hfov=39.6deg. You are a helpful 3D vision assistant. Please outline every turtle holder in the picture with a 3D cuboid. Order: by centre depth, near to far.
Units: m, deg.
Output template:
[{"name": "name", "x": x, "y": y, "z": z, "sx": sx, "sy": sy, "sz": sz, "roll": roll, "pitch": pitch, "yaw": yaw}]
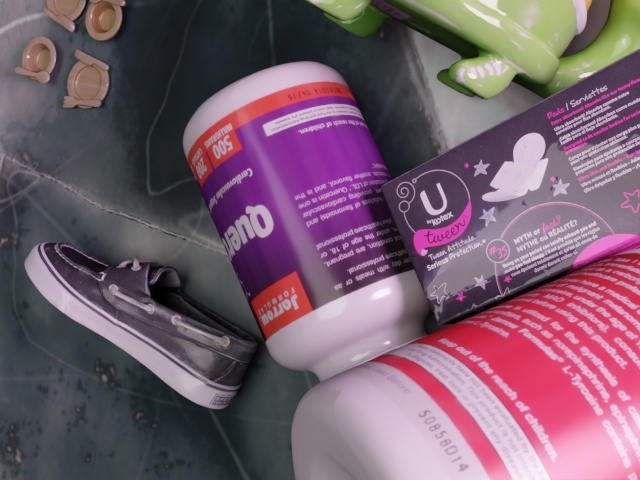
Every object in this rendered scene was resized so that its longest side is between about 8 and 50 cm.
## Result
[{"name": "turtle holder", "x": 0.153, "y": -0.248, "z": 0.780, "sx": 0.320, "sy": 0.243, "sz": 0.227, "roll": 33, "pitch": 101, "yaw": 23}]

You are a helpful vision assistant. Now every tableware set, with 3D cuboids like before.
[{"name": "tableware set", "x": -0.309, "y": -0.252, "z": 1.117, "sx": 0.141, "sy": 0.020, "sz": 0.169, "roll": 23, "pitch": 98, "yaw": 24}]

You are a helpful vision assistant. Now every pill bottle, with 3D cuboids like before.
[{"name": "pill bottle", "x": 0.203, "y": 0.141, "z": 0.657, "sx": 0.407, "sy": 0.229, "sz": 0.229, "roll": -20, "pitch": 76, "yaw": -22}, {"name": "pill bottle", "x": 0.000, "y": 0.000, "z": 0.876, "sx": 0.181, "sy": 0.181, "sz": 0.323, "roll": -29, "pitch": 76, "yaw": 21}]

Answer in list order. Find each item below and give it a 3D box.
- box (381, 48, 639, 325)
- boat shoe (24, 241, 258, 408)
[{"name": "box", "x": 0.209, "y": -0.035, "z": 0.791, "sx": 0.247, "sy": 0.163, "sz": 0.142, "roll": -27, "pitch": 74, "yaw": 21}, {"name": "boat shoe", "x": -0.203, "y": 0.067, "z": 1.010, "sx": 0.301, "sy": 0.108, "sz": 0.102, "roll": 33, "pitch": 102, "yaw": 20}]
